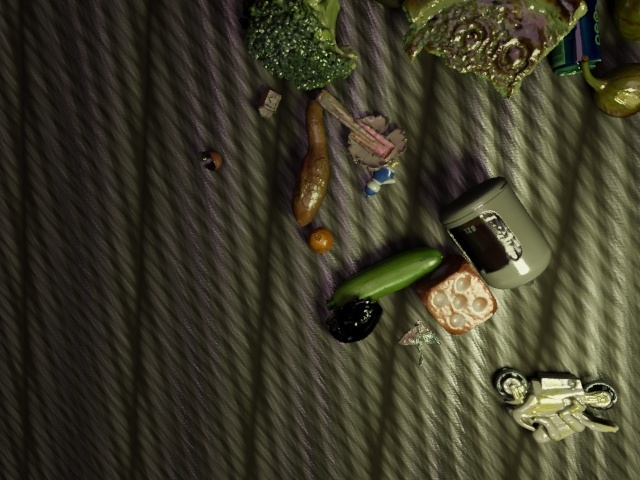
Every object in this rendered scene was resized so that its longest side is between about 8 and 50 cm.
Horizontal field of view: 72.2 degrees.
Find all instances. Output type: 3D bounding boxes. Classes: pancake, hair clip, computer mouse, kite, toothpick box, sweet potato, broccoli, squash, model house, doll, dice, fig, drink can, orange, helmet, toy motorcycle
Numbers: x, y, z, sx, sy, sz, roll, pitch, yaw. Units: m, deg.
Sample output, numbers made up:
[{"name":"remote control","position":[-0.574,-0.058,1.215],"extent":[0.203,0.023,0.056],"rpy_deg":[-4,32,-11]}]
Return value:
[{"name":"pancake","position":[0.411,-0.554,1.111],"extent":[0.427,0.067,0.304],"rpy_deg":[25,118,7]},{"name":"hair clip","position":[0.112,-0.333,1.304],"extent":[0.300,0.069,0.173],"rpy_deg":[41,88,0]},{"name":"computer mouse","position":[0.107,0.259,1.361],"extent":[0.147,0.077,0.241],"rpy_deg":[9,137,-23]},{"name":"kite","position":[0.322,0.332,1.421],"extent":[0.139,0.011,0.156],"rpy_deg":[-4,97,12]},{"name":"toothpick box","position":[0.514,-0.006,1.249],"extent":[0.229,0.229,0.316],"rpy_deg":[-36,94,12]},{"name":"sweet potato","position":[-0.020,-0.229,1.338],"extent":[0.109,0.109,0.384],"rpy_deg":[10,95,7]},{"name":"broccoli","position":[-0.036,-0.599,1.211],"extent":[0.348,0.293,0.280],"rpy_deg":[27,64,-7]},{"name":"squash","position":[0.190,0.119,1.356],"extent":[0.395,0.107,0.107],"rpy_deg":[-28,94,16]},{"name":"model house","position":[-0.163,-0.420,1.350],"extent":[0.058,0.057,0.083],"rpy_deg":[28,104,-1]},{"name":"doll","position":[0.179,-0.190,1.336],"extent":[0.099,0.058,0.142],"rpy_deg":[39,104,23]},{"name":"dice","position":[0.401,0.159,1.302],"extent":[0.175,0.174,0.179],"rpy_deg":[-40,96,11]},{"name":"fig","position":[0.754,-0.409,1.144],"extent":[0.246,0.149,0.149],"rpy_deg":[12,101,-19]},{"name":"fig","position":[0.809,-0.650,1.160],"extent":[0.151,0.151,0.259],"rpy_deg":[-36,65,12]},{"name":"drink can","position":[0.677,-0.555,1.175],"extent":[0.118,0.118,0.204],"rpy_deg":[-7,99,9]},{"name":"orange","position":[0.000,-0.001,1.380],"extent":[0.084,0.083,0.083],"rpy_deg":[1,99,8]},{"name":"helmet","position":[-0.347,-0.261,1.405],"extent":[0.084,0.049,0.065],"rpy_deg":[30,140,27]},{"name":"toy motorcycle","position":[0.713,0.513,1.339],"extent":[0.341,0.108,0.222],"rpy_deg":[1,90,15]}]

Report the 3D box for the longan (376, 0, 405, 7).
[{"name":"longan","position":[0.216,-0.726,1.194],"extent":[0.190,0.189,0.189],"rpy_deg":[1,99,8]}]
